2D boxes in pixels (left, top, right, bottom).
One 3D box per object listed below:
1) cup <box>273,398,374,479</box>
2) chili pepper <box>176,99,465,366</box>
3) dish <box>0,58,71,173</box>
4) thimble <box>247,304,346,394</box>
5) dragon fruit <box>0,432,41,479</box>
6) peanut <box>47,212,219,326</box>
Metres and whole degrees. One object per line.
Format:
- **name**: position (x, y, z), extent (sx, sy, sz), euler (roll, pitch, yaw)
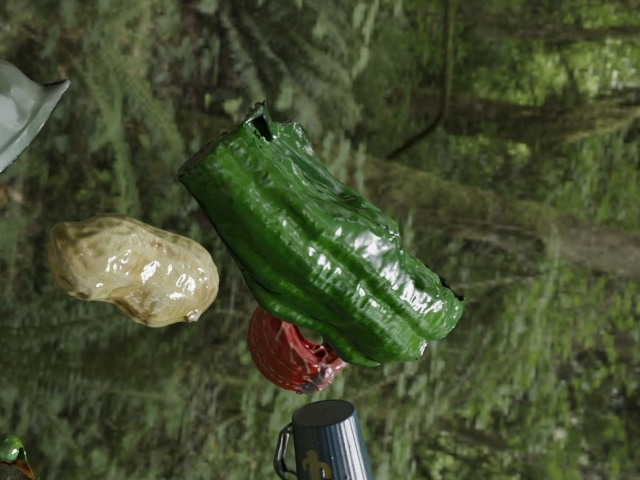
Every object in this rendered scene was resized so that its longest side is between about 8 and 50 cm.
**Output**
- **cup**: position (-0.001, 0.355, 1.763), extent (0.131, 0.176, 0.155), euler (-34, 120, -59)
- **chili pepper**: position (-0.009, 0.005, 1.140), extent (0.385, 0.167, 0.213), euler (45, 1, -32)
- **dish**: position (-0.434, -0.126, 1.135), extent (0.120, 0.303, 0.303), euler (60, 24, -31)
- **thimble**: position (-0.022, 0.139, 1.689), extent (0.125, 0.163, 0.189), euler (-43, -157, 55)
- **dragon fruit**: position (-0.523, 0.435, 1.581), extent (0.295, 0.268, 0.130), euler (-64, -178, -31)
- **peanut**: position (-0.273, 0.045, 1.531), extent (0.325, 0.140, 0.153), euler (19, 53, -56)
